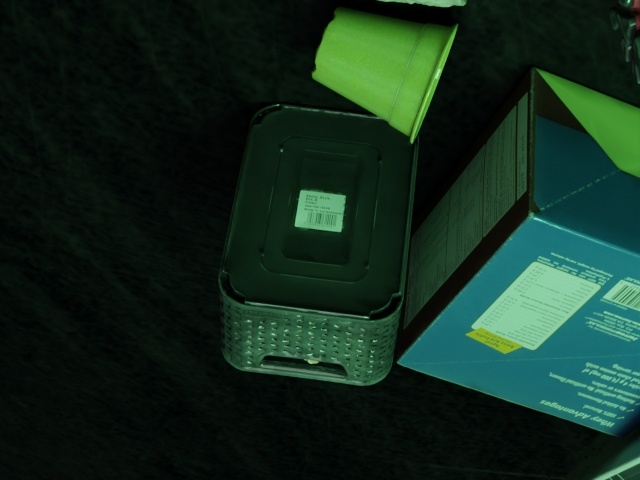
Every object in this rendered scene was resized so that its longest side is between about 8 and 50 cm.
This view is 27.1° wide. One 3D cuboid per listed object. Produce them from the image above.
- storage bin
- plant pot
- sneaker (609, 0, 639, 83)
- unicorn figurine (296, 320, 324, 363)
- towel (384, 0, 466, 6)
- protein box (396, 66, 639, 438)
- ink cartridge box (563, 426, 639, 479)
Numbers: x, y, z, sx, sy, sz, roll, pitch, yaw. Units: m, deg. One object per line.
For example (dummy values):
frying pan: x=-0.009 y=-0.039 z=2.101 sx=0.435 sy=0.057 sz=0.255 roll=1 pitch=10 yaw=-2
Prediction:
storage bin: x=0.000 y=0.000 z=0.935 sx=0.122 sy=0.180 sz=0.084 roll=7 pitch=142 yaw=2
plant pot: x=0.039 y=-0.116 z=0.870 sx=0.079 sy=0.083 sz=0.083 roll=20 pitch=143 yaw=4
sneaker: x=0.239 y=-0.206 z=0.689 sx=0.112 sy=0.121 sz=0.299 roll=-9 pitch=148 yaw=-11
unicorn figurine: x=0.001 y=0.043 z=1.070 sx=0.161 sy=0.111 sz=0.060 roll=-21 pitch=118 yaw=14
towel: x=-0.040 y=-0.171 z=0.749 sx=0.282 sy=0.049 sz=0.187 roll=7 pitch=-177 yaw=5
protein box: x=0.188 y=0.017 z=0.955 sx=0.199 sy=0.136 sz=0.201 roll=19 pitch=142 yaw=-14
ink cartridge box: x=0.297 y=0.122 z=0.987 sx=0.065 sy=0.165 sz=0.333 roll=42 pitch=156 yaw=6
